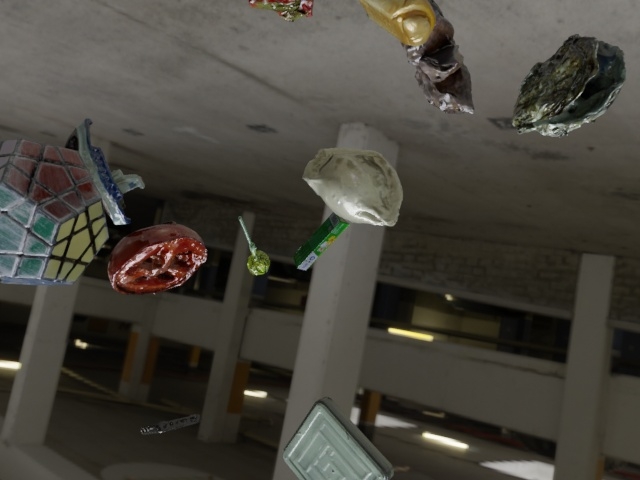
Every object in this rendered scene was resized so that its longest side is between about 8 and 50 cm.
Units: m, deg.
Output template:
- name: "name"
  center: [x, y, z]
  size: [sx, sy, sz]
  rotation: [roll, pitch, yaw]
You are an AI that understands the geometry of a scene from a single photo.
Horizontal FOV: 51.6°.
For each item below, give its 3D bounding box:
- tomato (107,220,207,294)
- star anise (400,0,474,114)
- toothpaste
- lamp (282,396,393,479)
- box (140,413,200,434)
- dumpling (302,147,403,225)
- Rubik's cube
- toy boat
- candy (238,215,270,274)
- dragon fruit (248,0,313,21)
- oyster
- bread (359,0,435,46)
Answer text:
- name: "tomato"
  center: [-0.380, 0.033, 1.520]
  size: [0.227, 0.101, 0.228]
  rotation: [-23, 151, -14]
- name: "star anise"
  center: [0.257, -0.425, 1.523]
  size: [0.117, 0.332, 0.332]
  rotation: [-23, 169, 3]
- name: "toothpaste"
  center: [0.000, 0.000, 1.634]
  size: [0.037, 0.043, 0.178]
  rotation: [15, 127, -44]
- name: "lamp"
  center: [0.037, 0.589, 1.754]
  size: [0.269, 0.267, 0.047]
  rotation: [44, -145, 22]
- name: "box"
  center: [-0.394, 0.480, 1.733]
  size: [0.126, 0.027, 0.125]
  rotation: [-4, 167, -41]
- name: "dumpling"
  center: [0.071, -0.109, 1.229]
  size: [0.181, 0.155, 0.111]
  rotation: [39, 156, -13]
- name: "Rubik's cube"
  center: [-0.580, -0.049, 1.309]
  size: [0.318, 0.264, 0.319]
  rotation: [1, 171, 0]
- name: "toy boat"
  center: [-0.509, -0.166, 1.591]
  size: [0.262, 0.115, 0.114]
  rotation: [59, 163, -13]
- name: "candy"
  center: [-0.170, 0.012, 1.616]
  size: [0.058, 0.062, 0.194]
  rotation: [1, 138, 18]
- name: "dragon fruit"
  center: [-0.086, -0.589, 1.303]
  size: [0.236, 0.303, 0.231]
  rotation: [-12, -176, 18]
- name: "oyster"
  center: [0.480, -0.290, 1.322]
  size: [0.158, 0.162, 0.351]
  rotation: [40, 171, 2]
- name: "bread"
  center: [0.130, -0.414, 1.159]
  size: [0.177, 0.084, 0.119]
  rotation: [48, -178, 23]
